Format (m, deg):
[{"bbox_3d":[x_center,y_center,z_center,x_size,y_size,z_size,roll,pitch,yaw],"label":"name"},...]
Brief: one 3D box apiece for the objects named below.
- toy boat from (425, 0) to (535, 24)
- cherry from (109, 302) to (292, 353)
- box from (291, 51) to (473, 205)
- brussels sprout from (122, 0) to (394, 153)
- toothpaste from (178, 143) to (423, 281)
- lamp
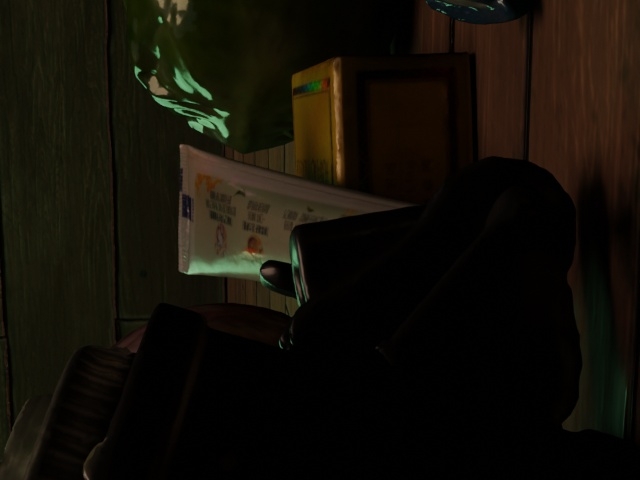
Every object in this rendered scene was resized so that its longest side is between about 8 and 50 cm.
[{"bbox_3d":[0.038,-0.196,0.852,0.215,0.088,0.102,59,154,0],"label":"toy boat"},{"bbox_3d":[-0.087,0.209,1.325,0.335,0.291,0.326,143,142,-74],"label":"cherry"},{"bbox_3d":[0.037,0.042,1.092,0.193,0.084,0.302,-161,69,-82],"label":"box"},{"bbox_3d":[-0.045,-0.179,1.254,0.244,0.244,0.244,178,90,-83],"label":"brussels sprout"},{"bbox_3d":[0.000,0.000,0.965,0.056,0.058,0.314,47,162,-29],"label":"toothpaste"},{"bbox_3d":[-0.009,0.157,0.733,0.205,0.272,0.374,115,152,-79],"label":"lamp"}]
